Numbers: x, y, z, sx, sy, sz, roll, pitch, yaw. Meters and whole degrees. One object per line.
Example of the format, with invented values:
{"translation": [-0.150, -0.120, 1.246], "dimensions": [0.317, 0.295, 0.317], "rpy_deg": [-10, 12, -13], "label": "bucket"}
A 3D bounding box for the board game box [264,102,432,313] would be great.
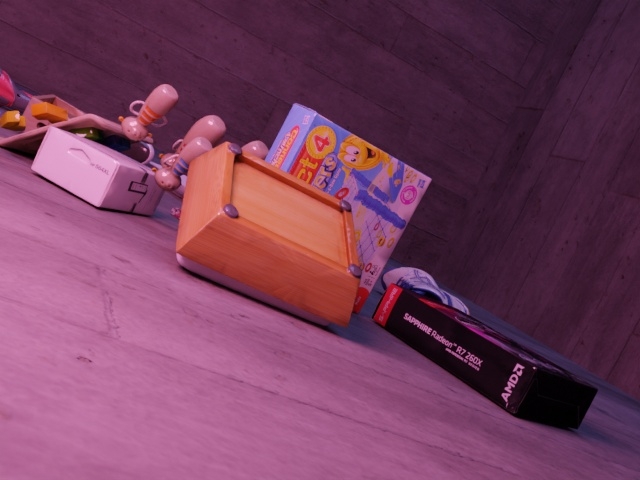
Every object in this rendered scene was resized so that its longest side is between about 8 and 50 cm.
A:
{"translation": [0.014, -0.049, 1.326], "dimensions": [0.302, 0.308, 0.086], "rpy_deg": [23, 8, -36], "label": "board game box"}

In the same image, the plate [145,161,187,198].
{"translation": [-0.343, -0.132, 2.022], "dimensions": [0.278, 0.045, 0.277], "rpy_deg": [23, 6, -45], "label": "plate"}

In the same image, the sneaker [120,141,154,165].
{"translation": [-0.582, -0.262, 1.826], "dimensions": [0.296, 0.104, 0.147], "rpy_deg": [21, 5, 9], "label": "sneaker"}

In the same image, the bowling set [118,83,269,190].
{"translation": [-0.224, -0.120, 1.263], "dimensions": [0.287, 0.154, 0.200], "rpy_deg": [30, 36, -37], "label": "bowling set"}

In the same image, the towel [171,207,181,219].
{"translation": [-0.207, -0.017, 1.510], "dimensions": [0.197, 0.029, 0.144], "rpy_deg": [29, 4, 34], "label": "towel"}

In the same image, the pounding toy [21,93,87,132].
{"translation": [-0.588, -0.242, 1.619], "dimensions": [0.181, 0.094, 0.206], "rpy_deg": [31, 13, -6], "label": "pounding toy"}

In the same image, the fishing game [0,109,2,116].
{"translation": [-0.820, -0.331, 1.611], "dimensions": [0.264, 0.041, 0.189], "rpy_deg": [35, 5, 5], "label": "fishing game"}

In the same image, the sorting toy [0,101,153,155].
{"translation": [-0.477, -0.186, 1.314], "dimensions": [0.229, 0.041, 0.307], "rpy_deg": [-9, -5, 13], "label": "sorting toy"}

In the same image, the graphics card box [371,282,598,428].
{"translation": [0.299, 0.210, 1.335], "dimensions": [0.233, 0.094, 0.371], "rpy_deg": [23, 6, -40], "label": "graphics card box"}

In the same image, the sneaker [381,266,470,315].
{"translation": [0.256, 0.138, 1.877], "dimensions": [0.131, 0.112, 0.296], "rpy_deg": [22, 5, -46], "label": "sneaker"}

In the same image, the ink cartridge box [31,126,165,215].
{"translation": [-0.382, -0.117, 1.257], "dimensions": [0.148, 0.086, 0.203], "rpy_deg": [28, 4, 13], "label": "ink cartridge box"}

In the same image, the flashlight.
{"translation": [-0.817, -0.395, 2.013], "dimensions": [0.304, 0.103, 0.103], "rpy_deg": [22, 3, -37], "label": "flashlight"}

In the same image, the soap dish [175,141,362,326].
{"translation": [-0.071, -0.013, 1.100], "dimensions": [0.291, 0.118, 0.229], "rpy_deg": [26, 34, -22], "label": "soap dish"}
